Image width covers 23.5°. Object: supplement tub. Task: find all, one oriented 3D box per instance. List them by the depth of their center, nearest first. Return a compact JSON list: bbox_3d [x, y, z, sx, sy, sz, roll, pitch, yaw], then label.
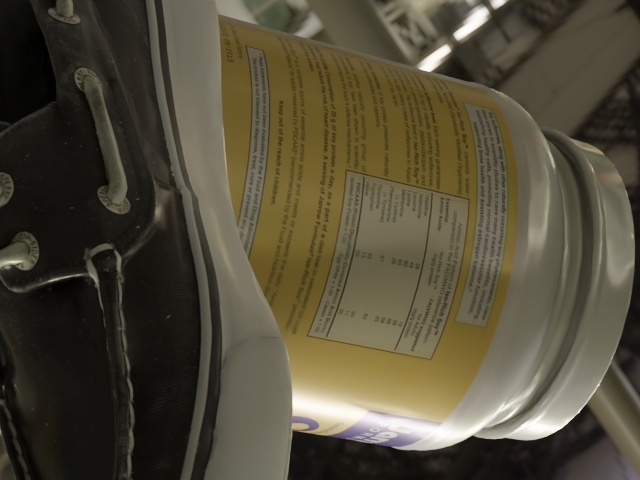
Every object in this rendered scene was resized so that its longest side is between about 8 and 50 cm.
[{"bbox_3d":[0.000,0.000,0.959,0.241,0.331,0.241,-167,-90,-68],"label":"supplement tub"}]

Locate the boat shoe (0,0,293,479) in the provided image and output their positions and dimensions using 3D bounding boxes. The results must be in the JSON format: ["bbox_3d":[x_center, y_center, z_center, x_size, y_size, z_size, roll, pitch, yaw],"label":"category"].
[{"bbox_3d":[-0.084,0.002,0.502,0.108,0.102,0.301,-41,-138,36],"label":"boat shoe"}]
